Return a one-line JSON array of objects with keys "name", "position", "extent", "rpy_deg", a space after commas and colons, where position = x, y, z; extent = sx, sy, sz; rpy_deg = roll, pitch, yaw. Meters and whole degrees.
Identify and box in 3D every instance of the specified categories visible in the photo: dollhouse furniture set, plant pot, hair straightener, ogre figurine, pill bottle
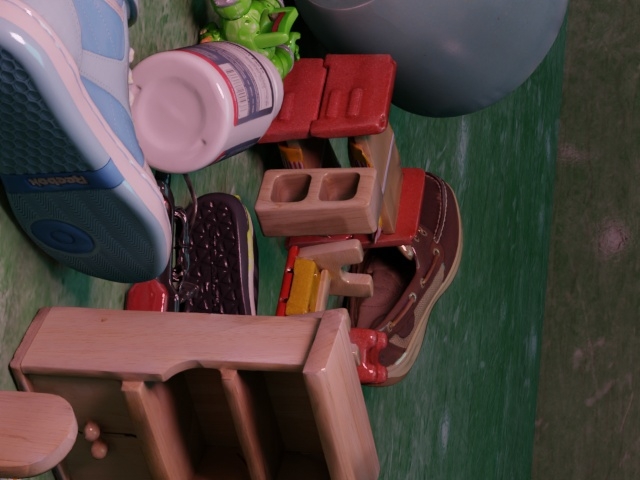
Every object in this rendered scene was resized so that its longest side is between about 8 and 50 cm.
[{"name": "dollhouse furniture set", "position": [-0.135, 0.241, 1.155], "extent": [0.394, 0.256, 0.362], "rpy_deg": [-69, 153, -46]}, {"name": "plant pot", "position": [0.097, -0.309, 1.823], "extent": [0.235, 0.293, 0.293], "rpy_deg": [20, 71, -54]}, {"name": "dollhouse furniture set", "position": [0.000, 0.000, 1.686], "extent": [0.201, 0.152, 0.374], "rpy_deg": [72, 23, -46]}, {"name": "hair straightener", "position": [-0.145, 0.030, 1.470], "extent": [0.089, 0.047, 0.230], "rpy_deg": [30, 59, -70]}, {"name": "ogre figurine", "position": [-0.069, -0.225, 1.593], "extent": [0.118, 0.096, 0.197], "rpy_deg": [-86, 177, -47]}, {"name": "pill bottle", "position": [-0.101, -0.125, 1.475], "extent": [0.180, 0.108, 0.108], "rpy_deg": [-32, 121, -69]}]

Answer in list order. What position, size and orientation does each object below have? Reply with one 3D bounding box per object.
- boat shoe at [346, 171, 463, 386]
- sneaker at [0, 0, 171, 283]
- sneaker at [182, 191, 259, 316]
[{"name": "boat shoe", "position": [0.100, 0.022, 2.093], "extent": [0.123, 0.123, 0.342], "rpy_deg": [74, 31, -46]}, {"name": "sneaker", "position": [-0.171, -0.124, 1.235], "extent": [0.319, 0.127, 0.208], "rpy_deg": [69, 29, -51]}, {"name": "sneaker", "position": [-0.087, 0.067, 1.568], "extent": [0.097, 0.084, 0.235], "rpy_deg": [36, 57, -70]}]
